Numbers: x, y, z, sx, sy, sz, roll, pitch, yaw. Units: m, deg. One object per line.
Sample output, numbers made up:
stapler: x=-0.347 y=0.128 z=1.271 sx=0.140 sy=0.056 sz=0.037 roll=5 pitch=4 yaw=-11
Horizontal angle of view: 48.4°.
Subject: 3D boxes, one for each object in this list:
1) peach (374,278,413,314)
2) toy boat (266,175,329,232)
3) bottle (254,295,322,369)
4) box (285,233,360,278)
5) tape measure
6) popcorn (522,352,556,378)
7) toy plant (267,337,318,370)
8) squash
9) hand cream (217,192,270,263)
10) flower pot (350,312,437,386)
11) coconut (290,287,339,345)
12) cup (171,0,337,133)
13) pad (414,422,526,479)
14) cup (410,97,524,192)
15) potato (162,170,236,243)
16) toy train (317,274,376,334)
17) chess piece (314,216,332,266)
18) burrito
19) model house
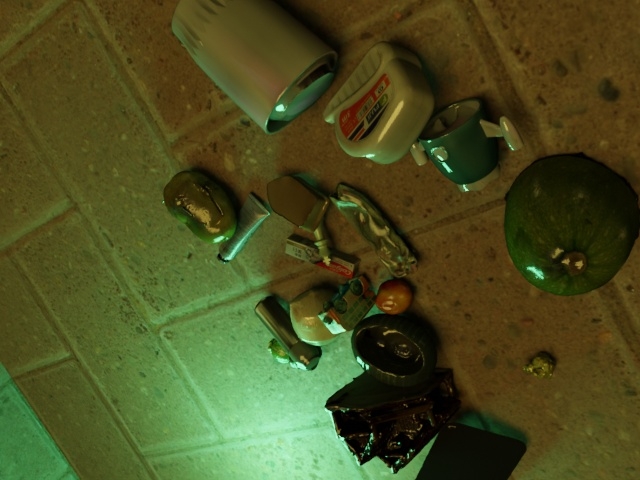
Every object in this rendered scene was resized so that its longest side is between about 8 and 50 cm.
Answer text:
peach: x=0.202 y=0.155 z=1.936 sx=0.100 sy=0.101 sz=0.101 roll=13 pitch=121 yaw=23
toy boat: x=-0.074 y=-0.112 z=1.934 sx=0.188 sy=0.061 sz=0.116 roll=35 pitch=104 yaw=29
bottle: x=-0.094 y=0.272 z=2.135 sx=0.254 sy=0.096 sz=0.079 roll=47 pitch=151 yaw=26
box: x=0.004 y=0.044 z=2.021 sx=0.218 sy=0.039 sz=0.055 roll=22 pitch=123 yaw=18
tape measure: x=0.138 y=-0.307 z=1.657 sx=0.258 sy=0.130 sz=0.265 roll=-48 pitch=46 yaw=36
popcorn: x=0.566 y=0.326 z=1.843 sx=0.083 sy=0.068 sz=0.059 roll=-16 pitch=146 yaw=36
toy plant: x=-0.086 y=0.343 z=2.199 sx=0.162 sy=0.093 sz=0.093 roll=14 pitch=121 yaw=23
squash: x=0.517 y=0.006 z=1.544 sx=0.310 sy=0.309 sz=0.310 roll=14 pitch=122 yaw=23
hand cream: x=-0.236 y=-0.025 z=2.112 sx=0.088 sy=0.055 sz=0.256 roll=46 pitch=126 yaw=14
flower pot: x=0.202 y=0.299 z=1.955 sx=0.243 sy=0.157 sz=0.189 roll=25 pitch=90 yaw=24
coconut: x=-0.010 y=0.208 z=2.044 sx=0.161 sy=0.161 sz=0.162 roll=4 pitch=114 yaw=28
cup: x=-0.161 y=-0.454 z=1.718 sx=0.371 sy=0.253 sz=0.253 roll=42 pitch=128 yaw=7
pad: x=0.461 y=0.657 z=2.093 sx=0.314 sy=0.063 sz=0.375 roll=17 pitch=129 yaw=1
cup: x=0.331 y=-0.209 z=1.633 sx=0.299 sy=0.167 sz=0.173 roll=-4 pitch=128 yaw=50
potato: x=-0.348 y=-0.098 z=2.074 sx=0.248 sy=0.143 sz=0.169 roll=46 pitch=136 yaw=8
toy train: x=0.074 y=0.182 z=1.965 sx=0.072 sy=0.188 sz=0.099 roll=-20 pitch=111 yaw=50
chess piece: x=0.000 y=0.000 z=1.964 sx=0.059 sy=0.059 sz=0.149 roll=-17 pitch=88 yaw=35
burrito: x=0.144 y=-0.032 z=1.886 sx=0.309 sy=0.066 sz=0.096 roll=48 pitch=130 yaw=2
model house: x=0.216 y=0.534 z=2.018 sx=0.297 sy=0.317 sz=0.283 roll=6 pitch=115 yaw=41
